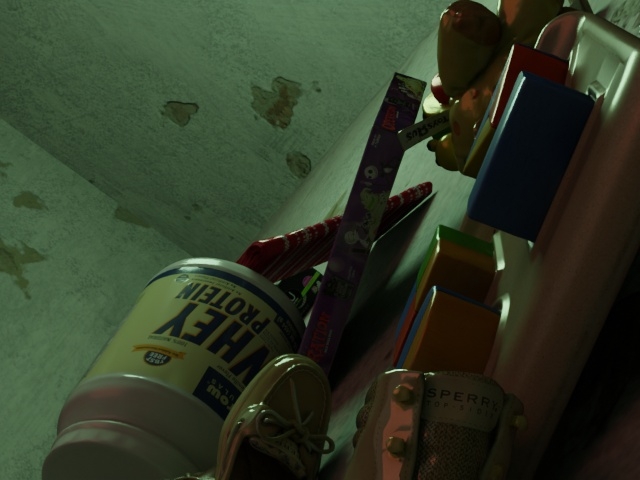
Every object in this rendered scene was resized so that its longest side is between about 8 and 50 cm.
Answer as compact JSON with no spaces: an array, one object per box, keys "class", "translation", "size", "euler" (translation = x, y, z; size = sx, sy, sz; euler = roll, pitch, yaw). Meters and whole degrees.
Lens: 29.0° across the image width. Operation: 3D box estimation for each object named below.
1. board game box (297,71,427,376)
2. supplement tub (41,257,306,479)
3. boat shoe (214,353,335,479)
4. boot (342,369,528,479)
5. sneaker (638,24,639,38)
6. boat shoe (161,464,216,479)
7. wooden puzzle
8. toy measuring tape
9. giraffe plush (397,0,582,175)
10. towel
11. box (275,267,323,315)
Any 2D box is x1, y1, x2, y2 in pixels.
[{"class":"board game box","translation":[0.041,-0.003,1.422],"size":[0.208,0.056,0.346],"euler":[-78,5,-65]},{"class":"supplement tub","translation":[-0.169,0.200,1.492],"size":[0.235,0.235,0.325],"euler":[-48,9,41]},{"class":"boat shoe","translation":[-0.052,0.232,1.153],"size":[0.089,0.105,0.285],"euler":[-32,32,60]},{"class":"boot","translation":[0.053,0.160,0.601],"size":[0.262,0.095,0.203],"euler":[129,160,-75]},{"class":"sneaker","translation":[0.264,-0.113,0.793],"size":[0.092,0.087,0.228],"euler":[-42,19,32]},{"class":"boat shoe","translation":[-0.125,0.288,1.242],"size":[0.324,0.116,0.123],"euler":[-56,7,-23]},{"class":"wooden puzzle","translation":[0.120,0.000,0.845],"size":[0.348,0.081,0.322],"euler":[-84,15,-74]},{"class":"toy measuring tape","translation":[0.201,-0.181,1.400],"size":[0.330,0.121,0.121],"euler":[-52,4,-38]},{"class":"giraffe plush","translation":[0.187,-0.125,1.111],"size":[0.210,0.181,0.170],"euler":[-43,28,0]},{"class":"towel","translation":[0.000,0.000,1.647],"size":[0.275,0.031,0.199],"euler":[-21,-11,-29]},{"class":"box","translation":[-0.036,0.076,1.942],"size":[0.083,0.062,0.052],"euler":[-54,5,-1]}]
